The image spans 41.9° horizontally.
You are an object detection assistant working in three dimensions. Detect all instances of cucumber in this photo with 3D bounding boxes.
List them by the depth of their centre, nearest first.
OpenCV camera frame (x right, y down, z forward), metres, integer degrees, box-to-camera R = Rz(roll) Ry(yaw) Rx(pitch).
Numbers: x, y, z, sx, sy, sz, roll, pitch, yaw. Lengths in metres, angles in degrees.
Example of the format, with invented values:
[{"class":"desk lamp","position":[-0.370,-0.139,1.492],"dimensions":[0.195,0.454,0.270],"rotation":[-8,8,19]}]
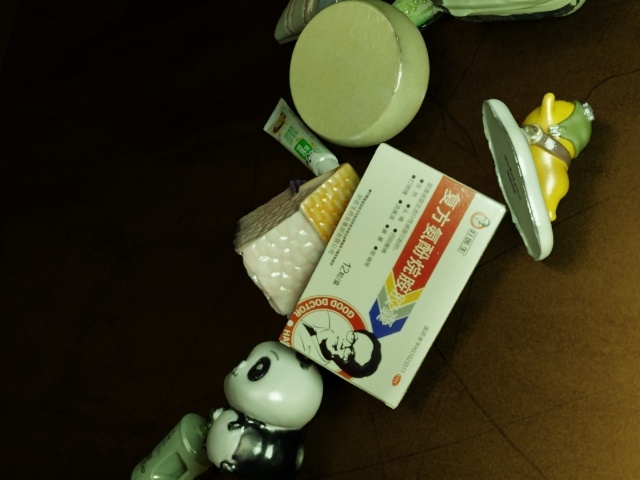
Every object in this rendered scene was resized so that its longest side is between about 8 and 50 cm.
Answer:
[{"class":"cucumber","position":[0.186,-0.427,1.538],"dimensions":[0.211,0.062,0.078],"rotation":[-32,83,25]}]

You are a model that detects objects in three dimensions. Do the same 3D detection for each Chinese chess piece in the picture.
[{"class":"Chinese chess piece","position":[0.068,-0.303,1.511],"dimensions":[0.273,0.102,0.273],"rotation":[2,93,37]}]

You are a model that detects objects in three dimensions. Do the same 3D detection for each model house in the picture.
[{"class":"model house","position":[0.000,0.000,1.454],"dimensions":[0.237,0.202,0.237],"rotation":[-35,13,5]}]

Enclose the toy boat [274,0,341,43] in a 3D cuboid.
[{"class":"toy boat","position":[0.018,-0.507,1.710],"dimensions":[0.276,0.111,0.293],"rotation":[-60,38,9]}]

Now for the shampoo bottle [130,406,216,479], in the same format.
[{"class":"shampoo bottle","position":[-0.264,0.414,1.600],"dimensions":[0.234,0.087,0.118],"rotation":[-47,42,20]}]

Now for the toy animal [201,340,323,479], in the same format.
[{"class":"toy animal","position":[-0.091,0.287,1.417],"dimensions":[0.187,0.165,0.235],"rotation":[8,81,65]}]

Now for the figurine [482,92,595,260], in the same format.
[{"class":"figurine","position":[0.339,-0.107,1.215],"dimensions":[0.141,0.166,0.249],"rotation":[-16,84,1]}]

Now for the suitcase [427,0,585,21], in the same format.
[{"class":"suitcase","position":[0.342,-0.512,1.312],"dimensions":[0.339,0.194,0.351],"rotation":[10,81,42]}]

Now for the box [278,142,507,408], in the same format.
[{"class":"box","position":[0.109,0.054,1.295],"dimensions":[0.214,0.069,0.353],"rotation":[30,101,11]}]

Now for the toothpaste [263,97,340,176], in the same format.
[{"class":"toothpaste","position":[-0.035,-0.195,1.670],"dimensions":[0.058,0.056,0.314],"rotation":[-25,39,-14]}]
